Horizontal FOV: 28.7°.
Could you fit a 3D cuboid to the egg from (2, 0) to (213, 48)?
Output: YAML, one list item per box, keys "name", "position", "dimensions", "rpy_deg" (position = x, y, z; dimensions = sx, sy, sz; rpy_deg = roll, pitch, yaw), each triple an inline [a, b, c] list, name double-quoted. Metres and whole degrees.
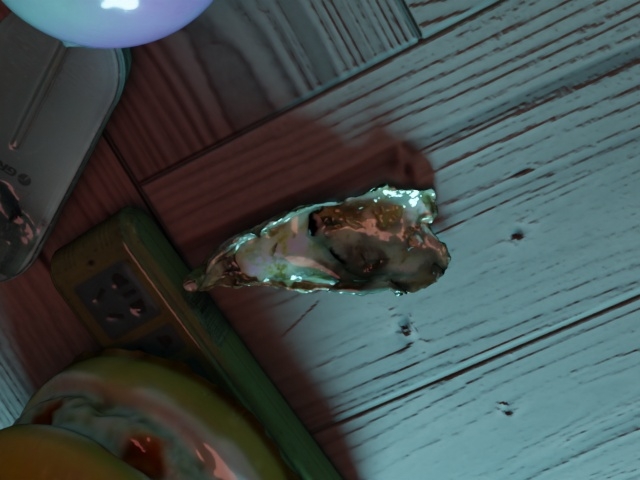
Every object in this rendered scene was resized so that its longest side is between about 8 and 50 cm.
- name: "egg"
  position: [-0.126, -0.255, 0.786]
  dimensions: [0.196, 0.196, 0.271]
  rpy_deg: [17, 122, 2]

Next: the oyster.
- name: "oyster"
  position: [0.001, 0.000, 0.956]
  dimensions: [0.200, 0.061, 0.106]
  rpy_deg: [9, 95, 2]

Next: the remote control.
- name: "remote control"
  position: [-0.225, -0.074, 0.950]
  dimensions: [0.104, 0.052, 0.247]
  rpy_deg: [32, 113, -3]

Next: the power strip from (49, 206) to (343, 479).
- name: "power strip"
  position: [-0.075, 0.149, 1.010]
  dimensions: [0.092, 0.066, 0.387]
  rpy_deg: [-30, 105, 21]

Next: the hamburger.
- name: "hamburger"
  position: [-0.152, 0.253, 0.958]
  dimensions: [0.261, 0.186, 0.303]
  rpy_deg: [11, 128, 27]
